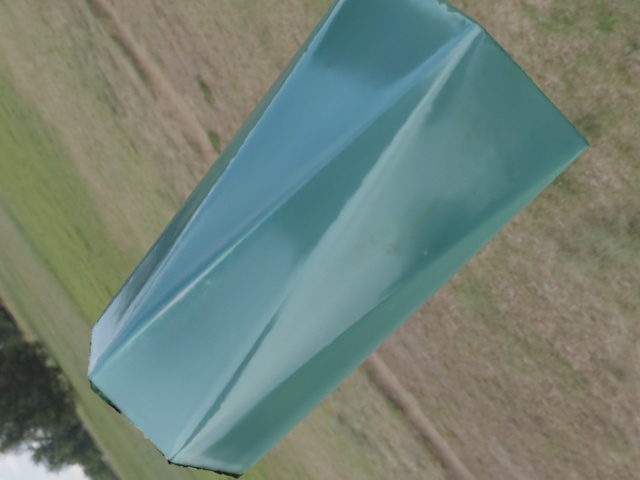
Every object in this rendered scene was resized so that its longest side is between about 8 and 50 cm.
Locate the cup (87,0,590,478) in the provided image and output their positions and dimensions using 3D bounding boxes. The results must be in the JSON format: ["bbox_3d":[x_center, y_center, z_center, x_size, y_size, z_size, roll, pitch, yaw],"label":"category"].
[{"bbox_3d":[0.000,0.000,0.412,0.148,0.235,0.134,38,-171,-20],"label":"cup"}]
